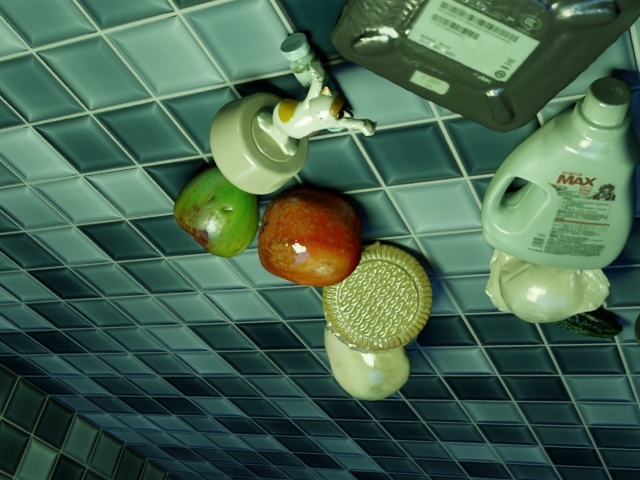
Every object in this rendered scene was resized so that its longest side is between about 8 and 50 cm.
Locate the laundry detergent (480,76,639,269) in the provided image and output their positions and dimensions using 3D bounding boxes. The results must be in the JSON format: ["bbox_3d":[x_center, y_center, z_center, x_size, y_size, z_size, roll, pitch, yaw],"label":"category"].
[{"bbox_3d":[0.420,-0.109,1.357,0.264,0.124,0.397,9,146,9],"label":"laundry detergent"}]

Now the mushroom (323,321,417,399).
[{"bbox_3d":[0.138,0.251,1.951,0.234,0.254,0.260,-19,139,-26],"label":"mushroom"}]

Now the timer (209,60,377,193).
[{"bbox_3d":[-0.044,-0.193,1.331,0.175,0.175,0.266,33,149,-28],"label":"timer"}]

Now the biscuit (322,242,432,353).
[{"bbox_3d":[0.122,0.130,1.771,0.259,0.259,0.079,14,-169,0],"label":"biscuit"}]

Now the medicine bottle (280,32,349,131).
[{"bbox_3d":[-0.005,-0.262,1.350,0.051,0.051,0.191,-5,144,27],"label":"medicine bottle"}]

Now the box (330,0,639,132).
[{"bbox_3d":[0.226,-0.316,1.141,0.359,0.091,0.350,23,147,-10],"label":"box"}]

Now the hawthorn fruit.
[{"bbox_3d":[0.000,0.000,1.627,0.253,0.205,0.205,13,148,-7],"label":"hawthorn fruit"}]

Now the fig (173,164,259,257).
[{"bbox_3d":[-0.206,-0.065,1.632,0.181,0.181,0.191,24,118,-15],"label":"fig"}]

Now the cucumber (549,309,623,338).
[{"bbox_3d":[0.543,0.161,1.774,0.265,0.077,0.077,23,147,-15],"label":"cucumber"}]

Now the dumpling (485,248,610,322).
[{"bbox_3d":[0.448,0.069,1.613,0.258,0.147,0.193,3,108,37],"label":"dumpling"}]

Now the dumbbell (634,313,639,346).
[{"bbox_3d":[0.758,0.229,1.727,0.143,0.143,0.325,-4,144,26],"label":"dumbbell"}]
